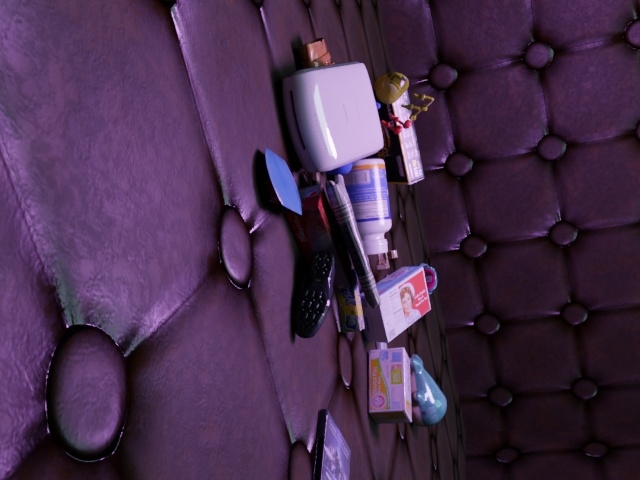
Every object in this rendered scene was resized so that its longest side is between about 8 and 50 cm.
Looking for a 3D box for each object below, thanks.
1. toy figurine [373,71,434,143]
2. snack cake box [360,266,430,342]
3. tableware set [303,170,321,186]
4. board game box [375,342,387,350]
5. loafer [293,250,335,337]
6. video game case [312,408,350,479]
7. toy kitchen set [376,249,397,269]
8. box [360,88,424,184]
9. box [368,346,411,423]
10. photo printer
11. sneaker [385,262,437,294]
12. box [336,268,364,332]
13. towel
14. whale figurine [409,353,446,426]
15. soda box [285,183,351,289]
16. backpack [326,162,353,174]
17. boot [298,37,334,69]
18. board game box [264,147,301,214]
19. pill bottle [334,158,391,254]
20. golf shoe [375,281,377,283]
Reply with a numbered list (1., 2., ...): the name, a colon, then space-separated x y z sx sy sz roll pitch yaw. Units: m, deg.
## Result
1. toy figurine: 0.154 -0.324 2.046 0.191 0.363 0.217 34 65 -14
2. snack cake box: 0.233 0.195 2.124 0.264 0.089 0.152 -27 108 -46
3. tableware set: -0.009 -0.077 1.712 0.128 0.039 0.194 -93 174 -67
4. board game box: 0.204 0.363 2.241 0.090 0.020 0.089 -9 91 -74
5. loafer: -0.008 0.126 1.511 0.078 0.076 0.223 86 15 -52
6. video game case: 0.024 0.542 1.497 0.274 0.026 0.196 -84 159 -45
7. toy kitchen set: 0.238 0.059 2.444 0.075 0.068 0.083 -5 86 -74
8. box: 0.214 -0.356 2.298 0.257 0.079 0.321 13 -60 58
9. box: 0.209 0.438 2.038 0.103 0.114 0.203 63 24 -52
10. photo printer: 0.028 -0.312 1.708 0.308 0.107 0.255 -26 105 -52
11. sneaker: 0.363 0.155 2.627 0.295 0.179 0.123 1 80 -74
12. box: 0.078 0.163 1.849 0.059 0.054 0.168 5 76 -74
13. towel: 0.084 -0.009 1.693 0.324 0.056 0.312 -99 169 -82
14. whale figurine: 0.402 0.572 2.595 0.216 0.141 0.271 0 81 -74
15. soda box: 0.000 0.000 1.610 0.092 0.084 0.263 -82 156 -48
16. backpack: 0.040 -0.248 1.880 0.101 0.098 0.120 49 47 -54
17. boot: 0.012 -0.460 1.922 0.283 0.109 0.220 -46 122 -62
18. board game box: -0.092 -0.119 1.447 0.169 0.033 0.133 25 46 -70
19. pill bottle: 0.127 -0.094 1.976 0.152 0.153 0.271 -12 96 -74
20. golf shoe: 0.194 0.161 2.203 0.176 0.086 0.069 45 40 -63
